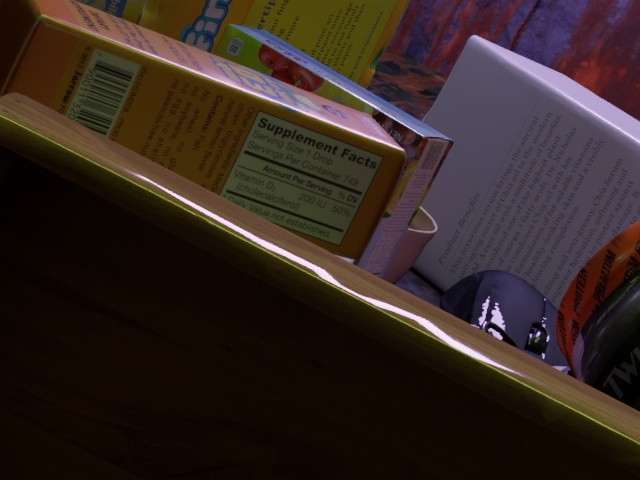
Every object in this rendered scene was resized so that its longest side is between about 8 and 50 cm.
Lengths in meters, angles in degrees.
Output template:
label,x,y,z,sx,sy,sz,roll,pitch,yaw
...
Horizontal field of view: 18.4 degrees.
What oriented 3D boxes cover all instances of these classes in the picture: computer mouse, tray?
label,x,y,z,sx,sy,sz,roll,pitch,yaw
computer mouse,0.173,0.088,1.633,0.188,0.072,0.272,40,7,-12
tray,-0.008,0.116,0.913,0.411,0.203,0.076,28,12,2

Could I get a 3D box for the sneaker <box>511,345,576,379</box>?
label,x,y,z,sx,sy,sz,roll,pitch,yaw
sneaker,0.071,0.117,1.345,0.131,0.112,0.319,16,1,24

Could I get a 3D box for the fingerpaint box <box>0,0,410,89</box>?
label,x,y,z,sx,sy,sz,roll,pitch,yaw
fingerpaint box,-0.078,-0.234,1.617,0.163,0.445,0.371,32,14,26

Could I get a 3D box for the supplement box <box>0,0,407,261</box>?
label,x,y,z,sx,sy,sz,roll,pitch,yaw
supplement box,-0.072,-0.064,1.091,0.233,0.080,0.078,21,15,-27

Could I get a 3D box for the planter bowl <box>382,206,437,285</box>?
label,x,y,z,sx,sy,sz,roll,pitch,yaw
planter bowl,0.000,0.000,1.609,0.162,0.109,0.162,25,12,-6

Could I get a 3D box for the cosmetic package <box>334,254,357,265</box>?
label,x,y,z,sx,sy,sz,roll,pitch,yaw
cosmetic package,-0.105,0.036,1.145,0.217,0.156,0.385,25,13,0

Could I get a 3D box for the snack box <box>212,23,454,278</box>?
label,x,y,z,sx,sy,sz,roll,pitch,yaw
snack box,-0.031,-0.023,1.412,0.174,0.207,0.070,31,13,21

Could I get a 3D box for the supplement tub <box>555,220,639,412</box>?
label,x,y,z,sx,sy,sz,roll,pitch,yaw
supplement tub,0.302,0.143,1.284,0.207,0.207,0.338,16,31,-42

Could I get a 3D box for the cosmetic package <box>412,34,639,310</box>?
label,x,y,z,sx,sy,sz,roll,pitch,yaw
cosmetic package,0.275,0.013,1.855,0.161,0.230,0.453,15,18,-46
